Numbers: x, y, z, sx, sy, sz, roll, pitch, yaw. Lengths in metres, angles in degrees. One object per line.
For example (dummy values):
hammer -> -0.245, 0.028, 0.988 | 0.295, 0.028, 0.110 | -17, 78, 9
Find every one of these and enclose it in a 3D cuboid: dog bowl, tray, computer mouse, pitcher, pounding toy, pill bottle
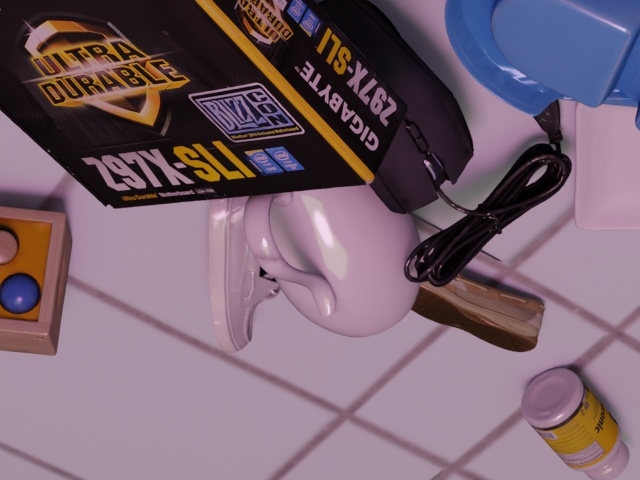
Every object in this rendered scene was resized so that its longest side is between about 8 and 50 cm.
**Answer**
dog bowl -> 0.239, -0.138, 1.249 | 0.297, 0.074, 0.166 | 26, 149, 7
tray -> 0.344, -0.073, 1.395 | 0.270, 0.030, 0.145 | -2, 134, 6
computer mouse -> 0.100, -0.098, 1.328 | 0.184, 0.060, 0.262 | -37, 117, -9
pitcher -> 0.000, 0.000, 1.389 | 0.125, 0.178, 0.207 | -8, 132, 26
pounding toy -> -0.286, 0.013, 1.466 | 0.130, 0.141, 0.100 | 6, 162, -1
pill bottle -> 0.245, 0.178, 1.615 | 0.065, 0.065, 0.116 | -25, 128, 25

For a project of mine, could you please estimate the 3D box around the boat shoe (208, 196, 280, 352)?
boat shoe -> -0.064, 0.026, 1.503 | 0.063, 0.066, 0.184 | 3, 124, 3

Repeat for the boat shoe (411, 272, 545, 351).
boat shoe -> 0.129, 0.049, 1.523 | 0.153, 0.048, 0.056 | 23, 155, -8

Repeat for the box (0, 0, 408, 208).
box -> -0.131, -0.136, 1.251 | 0.322, 0.079, 0.257 | -3, 142, 47
